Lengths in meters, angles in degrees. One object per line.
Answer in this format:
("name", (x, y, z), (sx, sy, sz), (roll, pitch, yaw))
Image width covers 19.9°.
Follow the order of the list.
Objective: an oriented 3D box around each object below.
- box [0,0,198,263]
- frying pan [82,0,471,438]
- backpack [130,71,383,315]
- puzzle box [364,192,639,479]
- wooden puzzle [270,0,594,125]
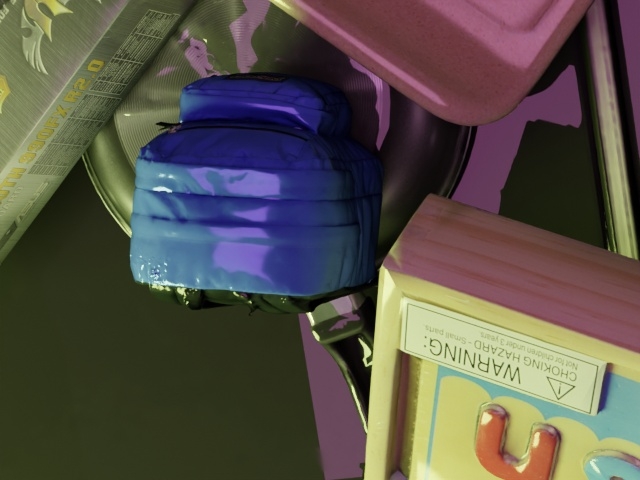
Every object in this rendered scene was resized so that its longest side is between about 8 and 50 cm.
("box", (-0.192, -0.084, 0.852), (0.183, 0.056, 0.231), (46, 107, 19))
("frying pan", (-0.029, -0.004, 0.857), (0.197, 0.053, 0.326), (3, 97, 14))
("backpack", (-0.031, -0.019, 0.766), (0.098, 0.120, 0.101), (-1, 98, 14))
("puzzle box", (0.207, 0.157, 0.727), (0.409, 0.052, 0.272), (19, 135, 18))
("wooden puzzle", (0.041, -0.274, 0.781), (0.322, 0.080, 0.348), (35, 101, 5))
